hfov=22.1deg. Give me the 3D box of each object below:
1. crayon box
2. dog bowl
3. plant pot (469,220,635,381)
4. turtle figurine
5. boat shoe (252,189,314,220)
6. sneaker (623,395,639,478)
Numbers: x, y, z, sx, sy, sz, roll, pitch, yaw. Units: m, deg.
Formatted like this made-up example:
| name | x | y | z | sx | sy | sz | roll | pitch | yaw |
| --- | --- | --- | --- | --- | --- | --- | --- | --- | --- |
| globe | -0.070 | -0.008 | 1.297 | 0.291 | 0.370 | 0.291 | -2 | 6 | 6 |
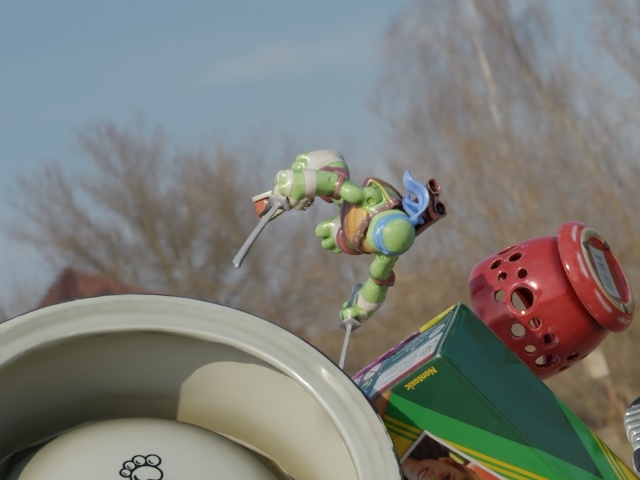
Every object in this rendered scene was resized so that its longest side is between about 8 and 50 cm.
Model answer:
| name | x | y | z | sx | sy | sz | roll | pitch | yaw |
| --- | --- | --- | --- | --- | --- | --- | --- | --- | --- |
| crayon box | 0.103 | 0.277 | 1.555 | 0.363 | 0.313 | 0.106 | -39 | 11 | 32 |
| dog bowl | -0.141 | 0.235 | 1.316 | 0.408 | 0.408 | 0.150 | -14 | -43 | -25 |
| plant pot | 0.328 | 0.079 | 2.264 | 0.174 | 0.191 | 0.191 | -29 | -11 | 26 |
| turtle figurine | 0.000 | 0.000 | 1.924 | 0.274 | 0.198 | 0.266 | -56 | 15 | 7 |
| boat shoe | -0.032 | -0.060 | 2.295 | 0.137 | 0.043 | 0.049 | -18 | 0 | 26 |
| sneaker | 0.393 | 0.256 | 1.817 | 0.086 | 0.132 | 0.228 | -17 | 14 | 20 |
